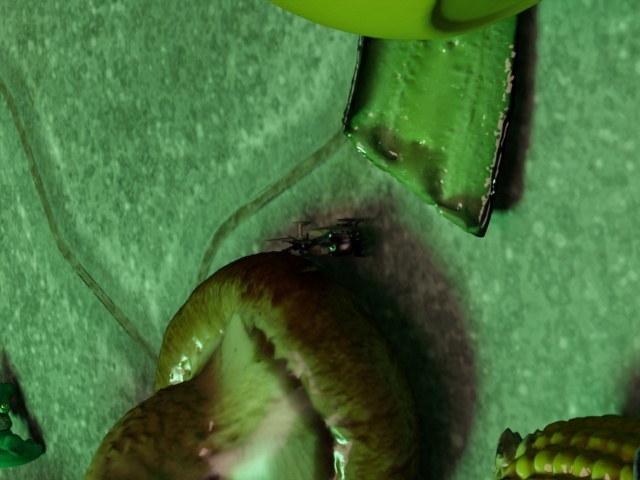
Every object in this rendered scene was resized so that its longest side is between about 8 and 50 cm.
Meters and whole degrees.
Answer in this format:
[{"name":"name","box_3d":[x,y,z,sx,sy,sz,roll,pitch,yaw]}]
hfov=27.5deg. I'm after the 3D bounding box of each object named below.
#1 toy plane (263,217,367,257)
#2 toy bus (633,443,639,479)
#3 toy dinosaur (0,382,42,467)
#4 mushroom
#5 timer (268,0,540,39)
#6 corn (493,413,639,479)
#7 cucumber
[{"name":"toy plane","box_3d":[0.000,0.000,1.035,0.121,0.049,0.031,2,98,63]},{"name":"toy bus","box_3d":[0.267,0.056,0.621,0.133,0.125,0.292,25,79,34]},{"name":"toy dinosaur","box_3d":[-0.366,0.200,1.405,0.059,0.132,0.096,-60,33,35]},{"name":"mushroom","box_3d":[-0.049,0.135,1.012,0.267,0.254,0.267,-2,86,22]},{"name":"timer","box_3d":[0.035,-0.317,0.729,0.376,0.376,0.387,-36,77,43]},{"name":"corn","box_3d":[0.264,0.186,0.732,0.387,0.144,0.144,9,103,42]},{"name":"cucumber","box_3d":[0.077,-0.110,0.914,0.115,0.086,0.193,9,107,-1]}]
